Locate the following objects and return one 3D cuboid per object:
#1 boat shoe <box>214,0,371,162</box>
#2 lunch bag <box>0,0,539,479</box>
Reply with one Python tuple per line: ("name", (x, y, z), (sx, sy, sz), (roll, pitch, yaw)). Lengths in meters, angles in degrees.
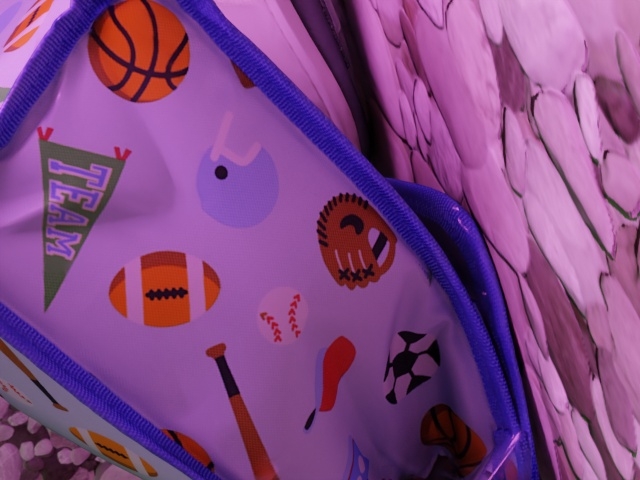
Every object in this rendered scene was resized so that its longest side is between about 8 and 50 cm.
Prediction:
("boat shoe", (-0.024, -0.152, 1.051), (0.116, 0.099, 0.319), (17, 149, 35))
("lunch bag", (-0.072, 0.029, 0.991), (0.385, 0.239, 0.328), (44, 168, -20))
